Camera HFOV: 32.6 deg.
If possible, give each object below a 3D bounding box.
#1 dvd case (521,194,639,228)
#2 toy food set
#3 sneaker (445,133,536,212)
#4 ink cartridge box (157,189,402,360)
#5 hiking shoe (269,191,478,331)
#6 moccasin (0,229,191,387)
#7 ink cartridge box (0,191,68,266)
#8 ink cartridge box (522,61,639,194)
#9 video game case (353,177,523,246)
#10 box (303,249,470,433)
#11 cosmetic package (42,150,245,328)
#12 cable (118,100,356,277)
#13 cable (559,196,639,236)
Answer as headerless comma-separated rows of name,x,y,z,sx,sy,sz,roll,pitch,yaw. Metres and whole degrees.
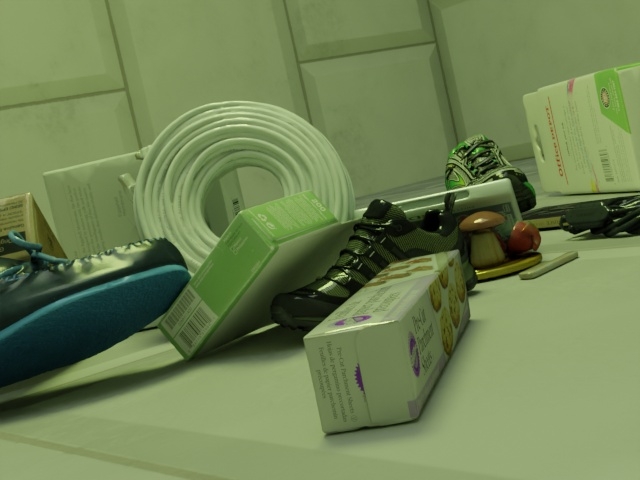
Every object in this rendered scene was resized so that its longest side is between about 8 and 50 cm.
dvd case,0.354,-0.037,1.581,0.164,0.018,0.221,-14,4,-35
toy food set,0.173,0.003,1.218,0.128,0.071,0.218,-16,6,-43
sneaker,0.270,-0.107,1.883,0.134,0.146,0.343,-13,5,-6
ink cartridge box,-0.037,0.024,1.114,0.235,0.056,0.171,-21,-26,-54
hiking shoe,0.044,0.020,1.067,0.227,0.114,0.086,-15,4,-30
moccasin,-0.295,0.059,1.019,0.342,0.117,0.137,-20,-29,-14
ink cartridge box,-0.372,0.060,1.201,0.193,0.088,0.234,-14,-31,-2
ink cartridge box,0.498,-0.193,1.924,0.119,0.207,0.353,-15,5,-14
video game case,0.151,-0.014,1.323,0.183,0.023,0.201,-12,-19,13
box,0.061,0.062,0.808,0.063,0.067,0.324,-11,4,15
cosmetic package,-0.213,-0.007,1.430,0.225,0.224,0.138,-12,5,6
cable,-0.089,-0.042,1.275,0.257,0.257,0.089,-25,-13,-4
cable,0.393,-0.035,1.323,0.151,0.047,0.184,-9,-1,-35
